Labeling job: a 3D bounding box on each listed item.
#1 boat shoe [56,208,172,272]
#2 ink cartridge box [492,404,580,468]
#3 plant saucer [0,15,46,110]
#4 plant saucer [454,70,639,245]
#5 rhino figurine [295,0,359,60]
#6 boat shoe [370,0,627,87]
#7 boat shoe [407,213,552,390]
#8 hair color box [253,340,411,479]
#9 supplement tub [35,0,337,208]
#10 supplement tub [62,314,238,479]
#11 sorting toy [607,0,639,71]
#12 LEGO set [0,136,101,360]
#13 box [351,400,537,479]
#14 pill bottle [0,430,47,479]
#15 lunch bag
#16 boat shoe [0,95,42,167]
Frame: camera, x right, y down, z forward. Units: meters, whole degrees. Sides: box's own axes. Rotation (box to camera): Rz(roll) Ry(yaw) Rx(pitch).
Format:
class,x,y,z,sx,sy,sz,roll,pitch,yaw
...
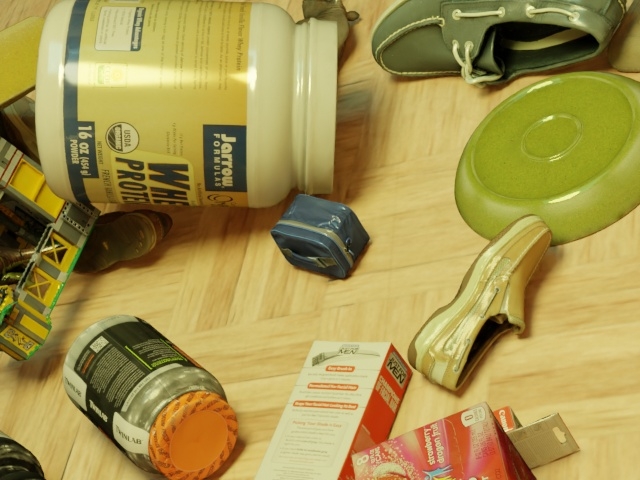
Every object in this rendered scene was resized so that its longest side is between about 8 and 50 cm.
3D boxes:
class,x,y,z,sx,sy,sz,roll,pitch,yaw
boat shoe,-0.250,-0.002,1.668,0.178,0.064,0.060,-10,11,38
ink cartridge box,0.158,0.174,1.191,0.115,0.063,0.029,-24,42,13
plant saucer,-0.462,-0.156,1.656,0.332,0.081,0.333,-25,12,31
plant saucer,0.243,-0.096,1.426,0.240,0.037,0.241,-19,42,18
rhino figurine,-0.016,-0.239,1.725,0.106,0.073,0.243,-7,45,35
boat shoe,0.184,-0.227,1.536,0.319,0.116,0.099,-8,52,34
boat shoe,0.167,0.063,1.307,0.072,0.068,0.190,34,83,36
hair color box,0.013,0.175,1.300,0.093,0.053,0.167,-2,51,36
supplement tub,-0.140,-0.151,1.531,0.316,0.228,0.228,1,45,0
supplement tub,-0.171,0.160,1.394,0.117,0.117,0.190,-45,39,-12
sorting toy,0.396,-0.276,1.497,0.307,0.041,0.229,5,53,38
LEGO set,-0.431,0.007,1.614,0.331,0.192,0.255,2,59,52
box,0.117,0.271,1.073,0.128,0.123,0.257,-24,40,13
pill bottle,-0.363,0.250,1.432,0.219,0.123,0.123,21,64,46
lunch bag,0.000,0.000,1.475,0.098,0.067,0.065,14,60,41
boat shoe,-0.374,-0.128,1.855,0.098,0.109,0.302,-7,26,-24
